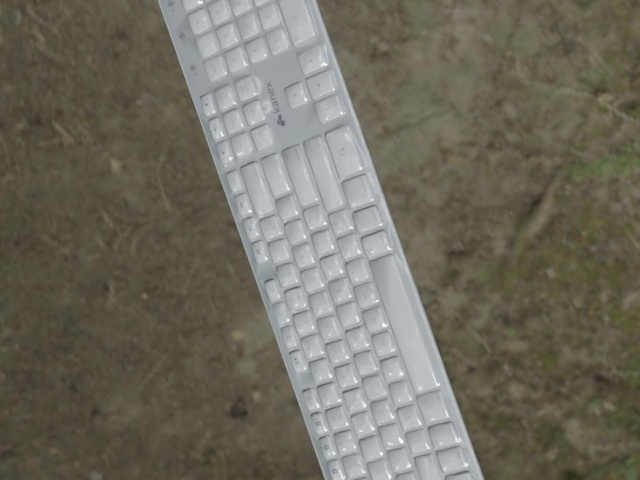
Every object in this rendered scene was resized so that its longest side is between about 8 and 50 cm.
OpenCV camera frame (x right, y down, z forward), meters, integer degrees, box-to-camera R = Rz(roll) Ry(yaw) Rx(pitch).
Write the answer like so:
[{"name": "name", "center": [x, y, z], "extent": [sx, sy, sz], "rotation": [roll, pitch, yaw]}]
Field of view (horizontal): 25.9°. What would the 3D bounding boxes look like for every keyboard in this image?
[{"name": "keyboard", "center": [0.000, 0.000, 0.601], "extent": [0.072, 0.256, 0.014], "rotation": [-20, 179, 32]}]
